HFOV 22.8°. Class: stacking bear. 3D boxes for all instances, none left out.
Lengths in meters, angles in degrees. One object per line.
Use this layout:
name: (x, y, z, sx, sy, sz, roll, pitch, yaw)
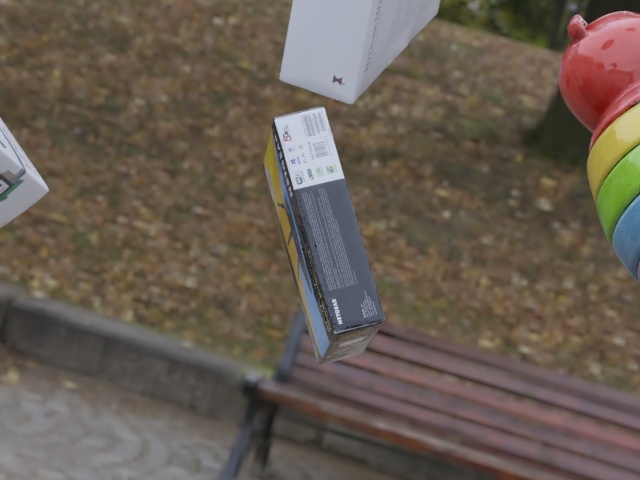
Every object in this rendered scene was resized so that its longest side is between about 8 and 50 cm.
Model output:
stacking bear: (0.289, -0.066, 1.279, 0.175, 0.164, 0.289, 20, 39, -49)

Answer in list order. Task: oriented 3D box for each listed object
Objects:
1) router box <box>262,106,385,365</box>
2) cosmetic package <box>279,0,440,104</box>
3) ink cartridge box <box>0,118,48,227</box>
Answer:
router box: (0.000, 0.000, 1.272, 0.046, 0.179, 0.133, -13, -14, -9)
cosmetic package: (0.077, -0.371, 1.674, 0.097, 0.377, 0.284, 19, 33, 12)
ink cartridge box: (-0.416, -0.118, 1.813, 0.160, 0.092, 0.219, 54, -1, 16)
